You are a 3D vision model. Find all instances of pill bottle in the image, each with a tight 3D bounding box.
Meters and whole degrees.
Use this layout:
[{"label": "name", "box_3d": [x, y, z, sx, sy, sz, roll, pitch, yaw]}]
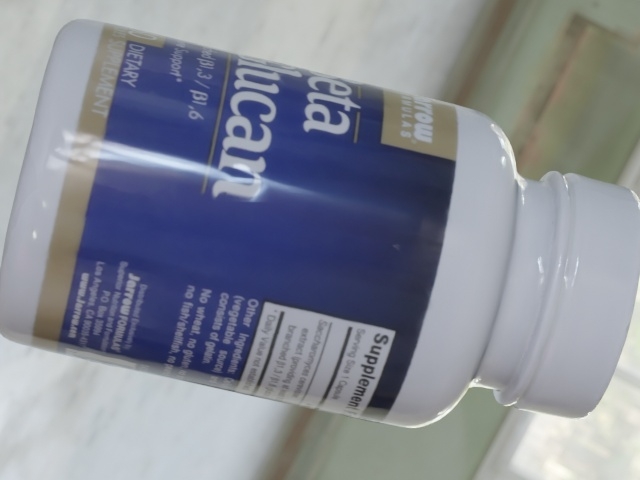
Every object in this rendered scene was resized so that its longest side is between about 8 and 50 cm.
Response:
[{"label": "pill bottle", "box_3d": [0.000, 0.000, 0.562, 0.094, 0.169, 0.094, -167, -90, -84]}]
